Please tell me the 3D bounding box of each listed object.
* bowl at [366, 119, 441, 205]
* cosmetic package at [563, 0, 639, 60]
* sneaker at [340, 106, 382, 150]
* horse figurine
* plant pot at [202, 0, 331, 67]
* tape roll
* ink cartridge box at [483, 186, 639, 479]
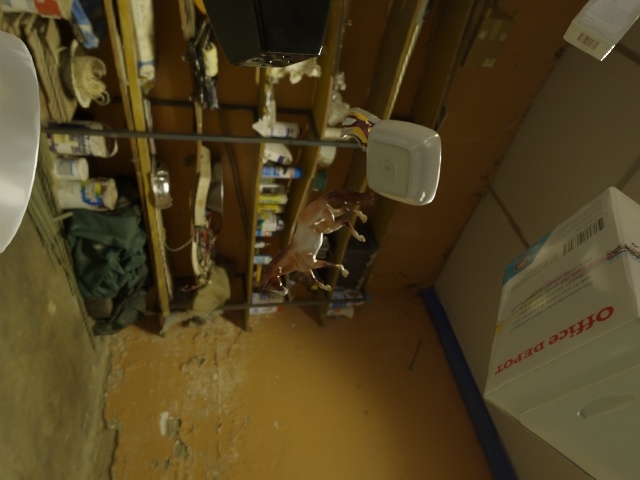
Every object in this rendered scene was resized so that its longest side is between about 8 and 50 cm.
[{"bbox_3d":[0.135,-0.132,0.740,0.142,0.053,0.141,26,-49,38],"label":"bowl"},{"bbox_3d":[0.713,-0.569,1.002,0.231,0.117,0.085,-51,168,8],"label":"cosmetic package"},{"bbox_3d":[0.138,-0.239,0.993,0.069,0.186,0.083,51,63,-87],"label":"sneaker"},{"bbox_3d":[0.000,0.000,0.839,0.263,0.175,0.066,-63,-149,10],"label":"horse figurine"},{"bbox_3d":[-0.092,-0.412,0.763,0.188,0.188,0.166,11,-68,48],"label":"plant pot"},{"bbox_3d":[-0.442,-0.118,0.494,0.287,0.100,0.285,-2,-93,35],"label":"tape roll"},{"bbox_3d":[0.357,0.111,0.513,0.198,0.197,0.270,-54,178,43],"label":"ink cartridge box"}]
